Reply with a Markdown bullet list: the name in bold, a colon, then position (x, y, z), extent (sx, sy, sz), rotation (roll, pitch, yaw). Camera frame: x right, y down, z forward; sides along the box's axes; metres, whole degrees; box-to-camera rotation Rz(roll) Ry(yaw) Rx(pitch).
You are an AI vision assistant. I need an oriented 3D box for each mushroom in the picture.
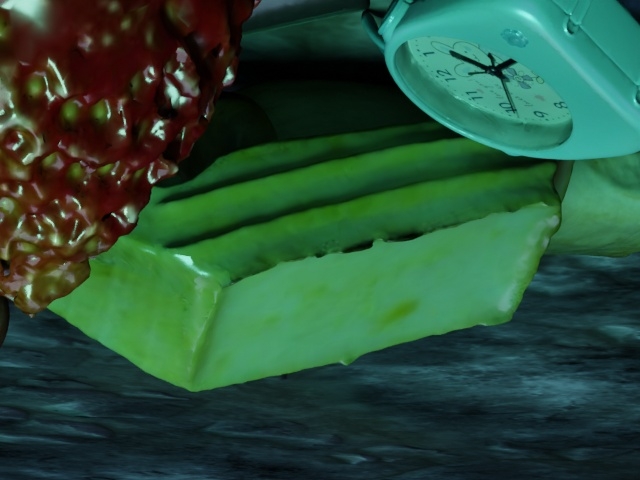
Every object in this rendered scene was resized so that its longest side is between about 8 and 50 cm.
- **mushroom**: position (0.059, -0.035, 1.051), extent (0.312, 0.081, 0.100), rotation (5, 169, -31)

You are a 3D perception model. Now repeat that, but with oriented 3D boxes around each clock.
- **clock**: position (0.075, -0.080, 0.875), extent (0.108, 0.045, 0.147), rotation (41, 155, -32)

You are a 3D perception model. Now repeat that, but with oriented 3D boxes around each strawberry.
- **strawberry**: position (-0.114, -0.073, 0.680), extent (0.187, 0.201, 0.184), rotation (-7, -161, -40)

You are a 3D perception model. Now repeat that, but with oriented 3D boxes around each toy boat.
- **toy boat**: position (0.001, 0.005, 0.930), extent (0.276, 0.084, 0.111), rotation (-8, 142, -21)

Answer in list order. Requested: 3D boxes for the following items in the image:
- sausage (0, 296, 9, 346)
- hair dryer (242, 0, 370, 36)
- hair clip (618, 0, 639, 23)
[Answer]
- **sausage**: position (-0.261, 0.060, 1.484), extent (0.059, 0.054, 0.094), rotation (4, 165, -11)
- **hair dryer**: position (-0.112, -0.078, 0.870), extent (0.302, 0.116, 0.244), rotation (-8, 167, 7)
- **hair clip**: position (0.258, -0.063, 0.898), extent (0.278, 0.090, 0.137), rotation (11, 159, -34)
